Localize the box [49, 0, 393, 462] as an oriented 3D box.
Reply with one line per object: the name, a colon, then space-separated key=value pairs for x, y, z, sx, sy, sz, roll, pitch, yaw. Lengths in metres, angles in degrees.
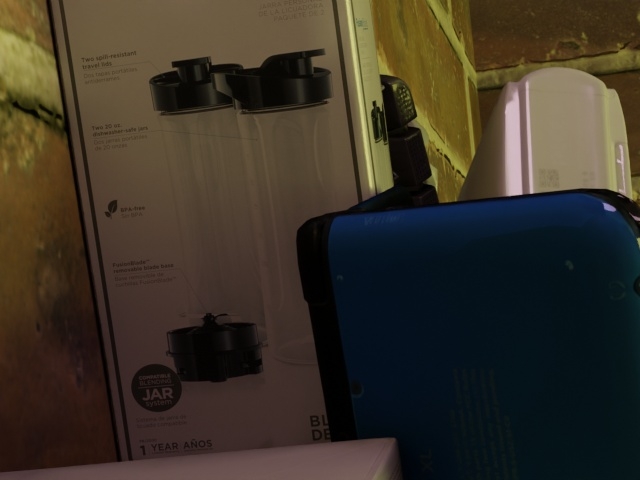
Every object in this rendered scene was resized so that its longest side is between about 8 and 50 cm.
box: x=-0.043 y=-0.024 z=0.861 sx=0.087 sy=0.169 sz=0.290 roll=-36 pitch=118 yaw=-75

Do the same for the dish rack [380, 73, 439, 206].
dish rack: x=0.000 y=0.000 z=1.170 sx=0.271 sy=0.074 sz=0.208 roll=-35 pitch=115 yaw=-45

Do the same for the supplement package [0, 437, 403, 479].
supplement package: x=-0.060 y=0.200 z=0.600 sx=0.149 sy=0.194 sz=0.203 roll=-33 pitch=116 yaw=-76

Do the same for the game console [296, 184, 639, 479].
game console: x=0.099 y=0.117 z=0.704 sx=0.173 sy=0.250 sz=0.293 roll=-15 pitch=97 yaw=-45

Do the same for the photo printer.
photo printer: x=0.168 y=0.042 z=1.252 sx=0.307 sy=0.107 sz=0.256 roll=103 pitch=-11 yaw=-65

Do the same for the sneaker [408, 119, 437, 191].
sneaker: x=0.037 y=0.056 z=1.367 sx=0.146 sy=0.122 sz=0.331 roll=-17 pitch=101 yaw=-61
